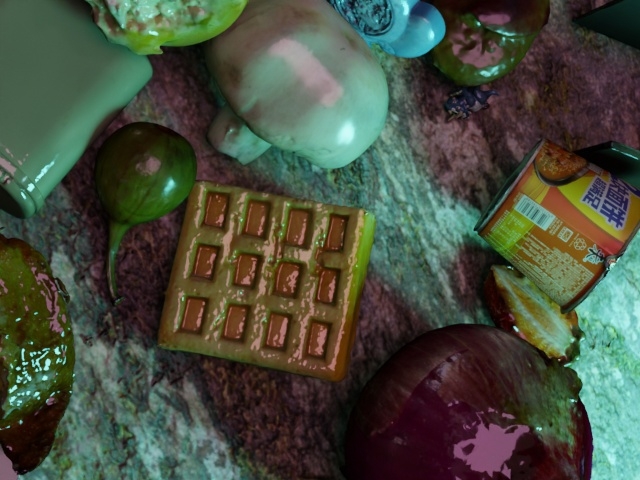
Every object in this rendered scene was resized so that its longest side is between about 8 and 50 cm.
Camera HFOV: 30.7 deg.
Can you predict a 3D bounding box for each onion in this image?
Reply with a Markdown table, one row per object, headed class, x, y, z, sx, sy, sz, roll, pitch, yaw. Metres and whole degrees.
| class | x | y | z | sx | sy | sz | roll | pitch | yaw |
| --- | --- | --- | --- | --- | --- | --- | --- | --- | --- |
| onion | 0.217 | 0.290 | 1.449 | 0.348 | 0.385 | 0.347 | -7 | 105 | -26 |

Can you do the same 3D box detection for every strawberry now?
| class | x | y | z | sx | sy | sz | roll | pitch | yaw |
| --- | --- | --- | --- | --- | --- | --- | --- | --- | --- |
| strawberry | 0.288 | 0.114 | 1.640 | 0.187 | 0.082 | 0.146 | 48 | 34 | -3 |

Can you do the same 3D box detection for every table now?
| class | x | y | z | sx | sy | sz | roll | pitch | yaw |
| --- | --- | --- | --- | --- | --- | --- | --- | --- | --- |
| table | 0.509 | -0.190 | 1.692 | 0.282 | 0.196 | 0.250 | 18 | 81 | -19 |

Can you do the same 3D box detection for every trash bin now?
| class | x | y | z | sx | sy | sz | roll | pitch | yaw |
| --- | --- | --- | --- | --- | --- | --- | --- | --- | --- |
| trash bin | -0.359 | -0.190 | 1.388 | 0.243 | 0.121 | 0.247 | 44 | 70 | -13 |

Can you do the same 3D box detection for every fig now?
| class | x | y | z | sx | sy | sz | roll | pitch | yaw |
| --- | --- | --- | --- | --- | --- | --- | --- | --- | --- |
| fig | -0.233 | -0.033 | 1.451 | 0.124 | 0.124 | 0.236 | 13 | 106 | -21 |

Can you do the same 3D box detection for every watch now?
| class | x | y | z | sx | sy | sz | roll | pitch | yaw |
| --- | --- | --- | --- | --- | --- | --- | --- | --- | --- |
| watch | 0.099 | -0.363 | 1.559 | 0.211 | 0.211 | 0.193 | 47 | 58 | -13 |

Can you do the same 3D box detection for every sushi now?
| class | x | y | z | sx | sy | sz | roll | pitch | yaw |
| --- | --- | --- | --- | --- | --- | --- | --- | --- | --- |
| sushi | -0.389 | 0.111 | 1.343 | 0.179 | 0.167 | 0.296 | -23 | 103 | -44 |

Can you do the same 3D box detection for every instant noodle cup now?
| class | x | y | z | sx | sy | sz | roll | pitch | yaw |
| --- | --- | --- | --- | --- | --- | --- | --- | --- | --- |
| instant noodle cup | 0.326 | -0.030 | 1.600 | 0.174 | 0.213 | 0.213 | 36 | 74 | 2 |

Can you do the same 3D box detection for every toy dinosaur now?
| class | x | y | z | sx | sy | sz | roll | pitch | yaw |
| --- | --- | --- | --- | --- | --- | --- | --- | --- | --- |
| toy dinosaur | 0.214 | -0.200 | 1.662 | 0.083 | 0.030 | 0.047 | -33 | 100 | -19 |

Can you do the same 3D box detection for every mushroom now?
| class | x | y | z | sx | sy | sz | roll | pitch | yaw |
| --- | --- | --- | --- | --- | --- | --- | --- | --- | --- |
| mushroom | -0.049 | -0.190 | 1.481 | 0.254 | 0.234 | 0.260 | 18 | 37 | -50 |

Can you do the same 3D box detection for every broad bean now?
| class | x | y | z | sx | sy | sz | roll | pitch | yaw |
| --- | --- | --- | --- | --- | --- | --- | --- | --- | --- |
| broad bean | 0.236 | -0.322 | 1.631 | 0.156 | 0.122 | 0.228 | 37 | 71 | -15 |

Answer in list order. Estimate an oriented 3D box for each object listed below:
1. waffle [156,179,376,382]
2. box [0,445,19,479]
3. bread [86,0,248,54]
| class | x | y | z | sx | sy | sz | roll | pitch | yaw |
| --- | --- | --- | --- | --- | --- | --- | --- | --- | --- |
| waffle | -0.068 | 0.050 | 1.472 | 0.248 | 0.055 | 0.221 | 10 | 84 | 3 |
| box | -0.427 | 0.268 | 1.377 | 0.126 | 0.031 | 0.091 | -26 | 96 | -22 |
| bread | -0.174 | -0.392 | 1.330 | 0.315 | 0.212 | 0.270 | 66 | 30 | -42 |
